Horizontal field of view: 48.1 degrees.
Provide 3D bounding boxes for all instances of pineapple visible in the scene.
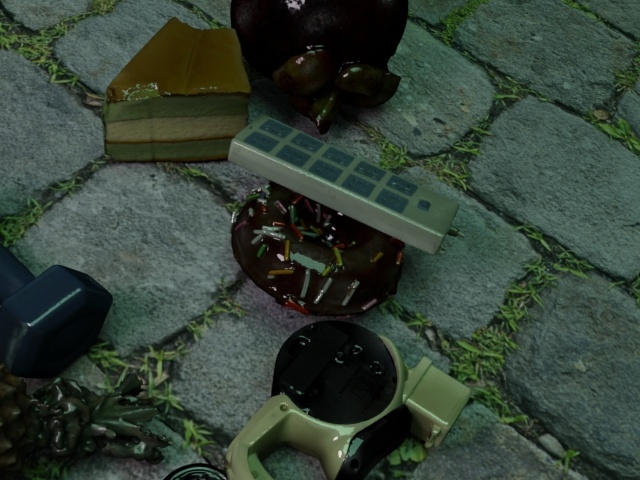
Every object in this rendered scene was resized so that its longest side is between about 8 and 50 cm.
[{"bbox_3d":[-0.341,0.206,0.787,0.361,0.175,0.174,16,49,-32],"label":"pineapple"}]

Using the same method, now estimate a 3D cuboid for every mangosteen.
[{"bbox_3d":[0.006,-0.358,1.240,0.307,0.307,0.346,-11,86,-20],"label":"mangosteen"}]

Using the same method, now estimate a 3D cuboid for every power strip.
[{"bbox_3d":[0.041,-0.083,1.050,0.368,0.043,0.106,25,38,8],"label":"power strip"}]

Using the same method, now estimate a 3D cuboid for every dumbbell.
[{"bbox_3d":[-0.427,0.031,0.931,0.316,0.156,0.144,39,26,15],"label":"dumbbell"}]

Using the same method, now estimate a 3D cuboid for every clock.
[{"bbox_3d":[0.004,0.267,0.878,0.277,0.120,0.379,28,53,16],"label":"clock"}]

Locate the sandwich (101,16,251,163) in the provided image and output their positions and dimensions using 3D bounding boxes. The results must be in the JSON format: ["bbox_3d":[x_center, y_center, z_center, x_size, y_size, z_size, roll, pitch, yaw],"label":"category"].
[{"bbox_3d":[-0.242,-0.247,1.170,0.228,0.155,0.198,-5,54,-15],"label":"sandwich"}]

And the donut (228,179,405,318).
[{"bbox_3d":[0.000,0.000,1.047,0.270,0.103,0.269,10,38,-8],"label":"donut"}]
